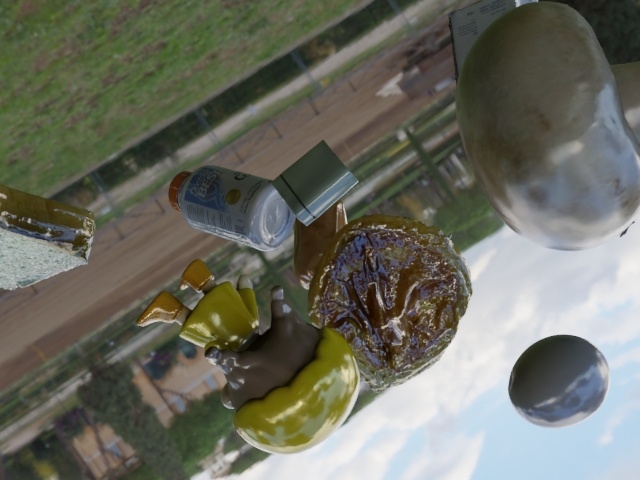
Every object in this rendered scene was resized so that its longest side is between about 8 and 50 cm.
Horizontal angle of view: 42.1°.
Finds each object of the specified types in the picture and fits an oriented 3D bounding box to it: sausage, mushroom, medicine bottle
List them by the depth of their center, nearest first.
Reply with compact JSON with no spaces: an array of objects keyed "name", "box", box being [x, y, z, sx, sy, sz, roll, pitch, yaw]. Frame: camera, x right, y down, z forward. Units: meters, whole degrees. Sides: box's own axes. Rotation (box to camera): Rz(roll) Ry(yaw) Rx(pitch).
[{"name":"mushroom","box":[0.310,-0.143,0.961,0.290,0.297,0.297,-19,-176,12]},{"name":"medicine bottle","box":[0.290,-0.318,1.382,0.052,0.171,0.201,-11,-176,-21]},{"name":"medicine bottle","box":[-0.209,-0.083,1.876,0.289,0.156,0.157,17,-146,33]},{"name":"sausage","box":[0.000,0.000,1.965,0.136,0.241,0.120,-7,158,24]}]

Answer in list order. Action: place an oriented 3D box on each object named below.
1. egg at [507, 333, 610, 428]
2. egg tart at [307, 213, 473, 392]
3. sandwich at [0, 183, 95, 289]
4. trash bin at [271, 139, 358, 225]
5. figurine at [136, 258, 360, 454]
[{"name":"egg","box":[0.465,0.279,1.635,0.232,0.176,0.176,-21,173,-34]},{"name":"egg tart","box":[0.139,0.104,1.675,0.339,0.351,0.153,-47,-162,7]},{"name":"sandwich","box":[-0.465,-0.011,1.143,0.226,0.087,0.251,-17,158,32]},{"name":"trash bin","box":[-0.011,-0.110,1.566,0.130,0.116,0.059,-40,144,4]},{"name":"figurine","box":[-0.105,0.177,1.278,0.215,0.344,0.187,-51,170,-19]}]
